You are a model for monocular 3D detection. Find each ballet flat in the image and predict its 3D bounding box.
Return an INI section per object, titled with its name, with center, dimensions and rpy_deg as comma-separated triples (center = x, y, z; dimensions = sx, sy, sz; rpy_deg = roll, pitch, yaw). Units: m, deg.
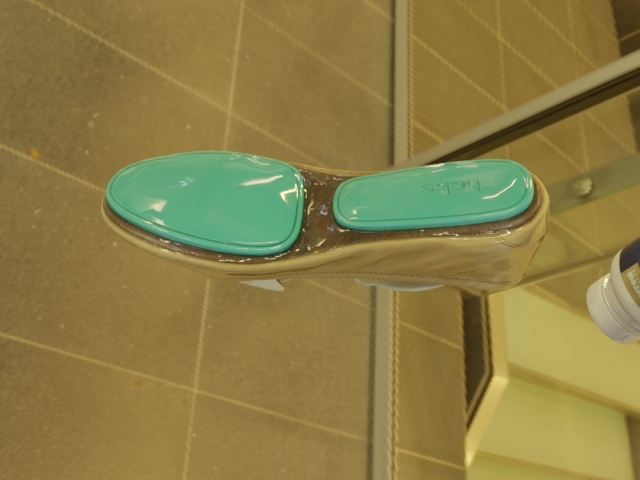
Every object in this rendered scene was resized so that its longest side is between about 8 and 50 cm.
[ballet flat]
center = 0.000, 0.000, 0.422
dimensions = 0.073, 0.232, 0.080
rpy_deg = 81, 16, -47

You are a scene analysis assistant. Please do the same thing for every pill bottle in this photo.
[pill bottle]
center = 0.328, 0.029, 0.729
dimensions = 0.094, 0.169, 0.094
rpy_deg = 17, 51, -22
